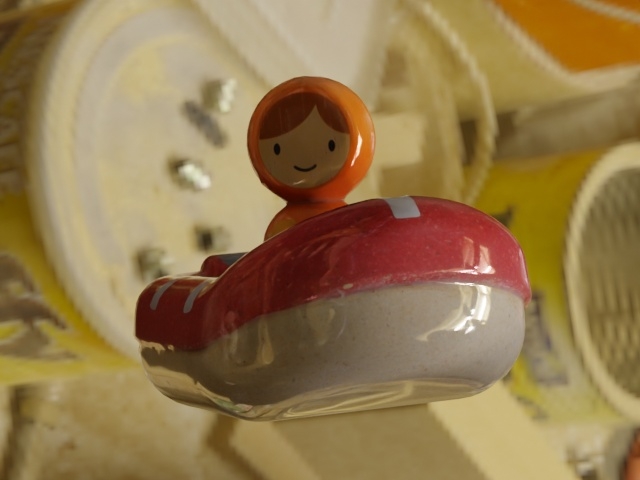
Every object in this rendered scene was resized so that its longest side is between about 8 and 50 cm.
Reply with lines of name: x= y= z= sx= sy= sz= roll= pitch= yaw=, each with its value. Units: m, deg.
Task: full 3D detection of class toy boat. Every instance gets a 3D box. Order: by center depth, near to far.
toy boat: x=0.000 y=0.000 z=0.906 sx=0.151 sy=0.231 sz=0.151 roll=-5 pitch=91 yaw=-19
